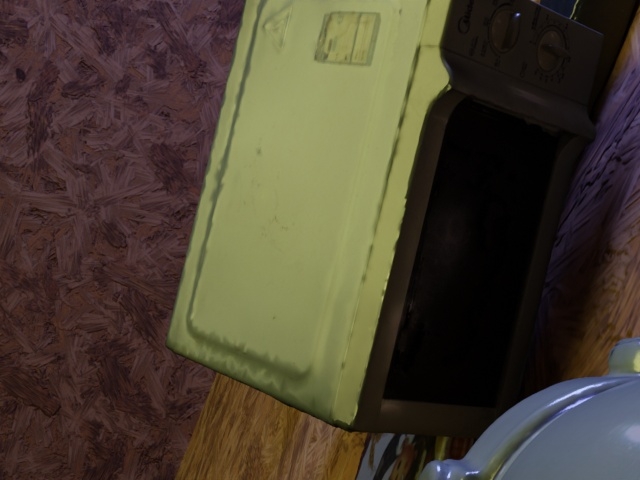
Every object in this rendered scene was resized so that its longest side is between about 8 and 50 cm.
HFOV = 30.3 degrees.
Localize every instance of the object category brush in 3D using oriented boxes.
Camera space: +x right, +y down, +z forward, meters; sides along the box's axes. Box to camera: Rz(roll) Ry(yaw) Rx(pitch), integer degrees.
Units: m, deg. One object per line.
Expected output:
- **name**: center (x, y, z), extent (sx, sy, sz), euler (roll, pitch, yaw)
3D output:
- **brush**: center (0.227, -0.174, 1.101), extent (0.123, 0.059, 0.197), euler (-113, 41, -78)

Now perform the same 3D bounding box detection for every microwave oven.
- **microwave oven**: center (0.057, -0.036, 1.013), extent (0.286, 0.218, 0.355), euler (14, 92, 48)

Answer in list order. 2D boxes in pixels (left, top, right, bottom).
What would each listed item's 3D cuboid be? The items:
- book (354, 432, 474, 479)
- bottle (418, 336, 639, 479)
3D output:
- **book**: center (0.065, 0.297, 1.137), extent (0.300, 0.039, 0.428), euler (129, 159, -66)
- **bottle**: center (0.138, 0.146, 0.418), extent (0.351, 0.229, 0.229), euler (163, 126, -80)
